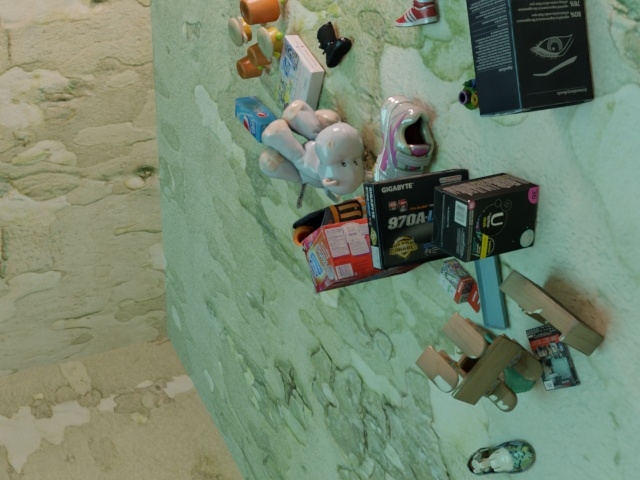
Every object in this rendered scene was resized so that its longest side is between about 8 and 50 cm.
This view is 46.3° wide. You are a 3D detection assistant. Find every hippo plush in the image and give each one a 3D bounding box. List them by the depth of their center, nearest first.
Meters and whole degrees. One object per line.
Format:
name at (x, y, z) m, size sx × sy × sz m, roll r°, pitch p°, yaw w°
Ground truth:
hippo plush at (-0.010, -0.193, 1.863) m, size 0.236 × 0.234 × 0.294 m, roll 33°, pitch 129°, yaw 58°

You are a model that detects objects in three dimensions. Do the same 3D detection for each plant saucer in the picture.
plant saucer at (0.340, 0.083, 1.499) m, size 0.067 × 0.018 × 0.192 m, roll -2°, pitch 98°, yaw 65°

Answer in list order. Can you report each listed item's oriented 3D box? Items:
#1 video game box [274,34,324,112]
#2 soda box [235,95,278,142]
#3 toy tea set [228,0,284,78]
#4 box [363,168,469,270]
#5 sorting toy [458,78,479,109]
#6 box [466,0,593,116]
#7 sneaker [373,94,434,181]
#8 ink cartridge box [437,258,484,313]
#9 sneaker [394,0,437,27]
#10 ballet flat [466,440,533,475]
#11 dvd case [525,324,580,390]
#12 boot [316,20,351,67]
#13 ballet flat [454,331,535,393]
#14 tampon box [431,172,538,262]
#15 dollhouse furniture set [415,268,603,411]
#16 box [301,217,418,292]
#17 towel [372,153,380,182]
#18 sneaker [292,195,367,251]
video game box at (-0.062, -0.436, 2.090) m, size 0.187 × 0.048 × 0.205 m, roll 57°, pitch 147°, yaw 35°
soda box at (-0.201, -0.386, 2.373) m, size 0.210 × 0.071 × 0.067 m, roll 49°, pitch 142°, yaw 46°
toy tea set at (-0.170, -0.601, 2.194) m, size 0.200 × 0.124 × 0.336 m, roll 66°, pitch 158°, yaw -2°
box at (0.200, -0.044, 1.500) m, size 0.051 × 0.220 × 0.175 m, roll -168°, pitch 69°, yaw -66°
sorting toy at (0.289, -0.276, 1.424) m, size 0.102 × 0.042 × 0.061 m, roll 22°, pitch 120°, yaw 61°
box at (0.332, -0.309, 1.189) m, size 0.108 × 0.153 × 0.207 m, roll 8°, pitch 107°, yaw 64°
sneaker at (0.184, -0.181, 1.615) m, size 0.111 × 0.103 × 0.252 m, roll -147°, pitch 50°, yaw -59°
ink cartridge box at (0.296, 0.098, 1.582) m, size 0.115 × 0.029 × 0.062 m, roll 54°, pitch 145°, yaw 42°
sneaker at (0.194, -0.475, 1.539) m, size 0.118 × 0.042 × 0.067 m, roll 13°, pitch 116°, yaw 55°
ballet flat at (0.366, 0.459, 1.550) m, size 0.188 × 0.070 × 0.070 m, roll -49°, pitch 56°, yaw 59°
dvd case at (0.426, 0.214, 1.378) m, size 0.087 × 0.013 × 0.119 m, roll -39°, pitch 64°, yaw 62°
boot at (0.032, -0.502, 1.872) m, size 0.121 × 0.045 × 0.099 m, roll 136°, pitch 123°, yaw -62°
ballet flat at (0.324, 0.236, 1.514) m, size 0.247 × 0.087 × 0.083 m, roll 33°, pitch 128°, yaw 57°
tampon box at (0.299, -0.044, 1.360) m, size 0.101 × 0.161 × 0.120 m, roll 36°, pitch 133°, yaw 55°
dollhouse furniture set at (0.336, 0.201, 1.300) m, size 0.242 × 0.212 × 0.161 m, roll -54°, pitch 44°, yaw 10°
box at (0.105, 0.023, 1.685) m, size 0.123 × 0.257 × 0.128 m, roll -35°, pitch 69°, yaw 60°
towel at (0.127, -0.084, 1.796) m, size 0.021 × 0.102 × 0.237 m, roll 14°, pitch 124°, yaw 14°
sneaker at (0.000, 0.000, 1.985) m, size 0.124 × 0.180 × 0.321 m, roll 63°, pitch 151°, yaw 30°
